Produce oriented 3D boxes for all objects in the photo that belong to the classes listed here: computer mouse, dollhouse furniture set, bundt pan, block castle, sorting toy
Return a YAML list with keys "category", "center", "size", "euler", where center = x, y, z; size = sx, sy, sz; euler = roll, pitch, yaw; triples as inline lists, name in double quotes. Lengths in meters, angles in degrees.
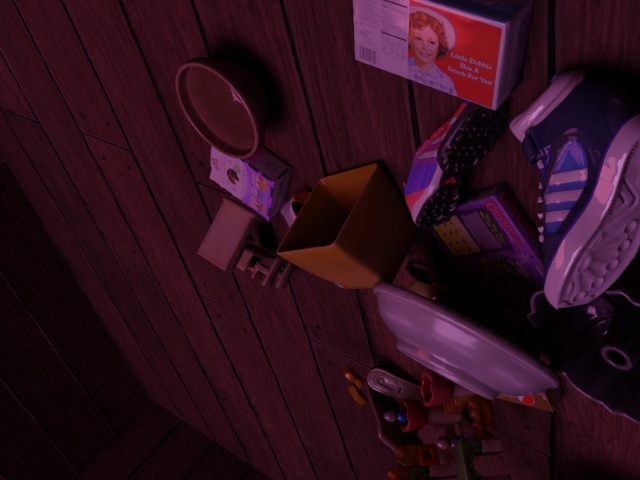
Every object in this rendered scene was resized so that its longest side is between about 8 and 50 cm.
- category: "computer mouse"
  center: [0.273, 0.109, 1.582]
  size: [0.242, 0.041, 0.071]
  euler: [39, 174, 38]
- category: "dollhouse furniture set"
  center: [-0.189, 0.000, 1.938]
  size: [0.212, 0.161, 0.242]
  euler: [30, -175, 25]
- category: "bundt pan"
  center: [0.517, 0.154, 1.210]
  size: [0.330, 0.124, 0.331]
  euler: [36, 153, 22]
- category: "block castle"
  center: [0.294, 0.561, 1.738]
  size: [0.212, 0.453, 0.303]
  euler: [-1, 151, -11]
- category: "sorting toy"
  center: [0.185, 0.472, 1.994]
  size: [0.307, 0.041, 0.229]
  euler: [44, -165, -22]

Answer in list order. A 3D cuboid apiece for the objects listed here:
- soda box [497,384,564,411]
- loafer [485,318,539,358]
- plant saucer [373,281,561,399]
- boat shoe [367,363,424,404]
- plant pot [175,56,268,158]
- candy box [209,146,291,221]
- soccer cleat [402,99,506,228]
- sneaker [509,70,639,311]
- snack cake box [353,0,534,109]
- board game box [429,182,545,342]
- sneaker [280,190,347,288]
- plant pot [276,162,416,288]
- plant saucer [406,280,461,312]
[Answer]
- category: "soda box"
  center: [0.444, 0.325, 1.642]
  size: [0.181, 0.058, 0.061]
  euler: [5, 131, 49]
- category: "loafer"
  center: [0.396, 0.226, 1.578]
  size: [0.148, 0.056, 0.050]
  euler: [38, 144, 12]
- category: "plant saucer"
  center: [0.262, 0.216, 1.434]
  size: [0.400, 0.101, 0.400]
  euler: [29, 173, 4]
- category: "boat shoe"
  center: [0.238, 0.417, 2.019]
  size: [0.233, 0.084, 0.079]
  euler: [33, -173, 6]
- category: "plant pot"
  center: [-0.192, -0.303, 1.588]
  size: [0.237, 0.110, 0.237]
  euler: [30, 147, 22]
- category: "candy box"
  center: [-0.173, -0.164, 1.778]
  size: [0.196, 0.070, 0.165]
  euler: [36, 150, 13]
- category: "soccer cleat"
  center: [0.219, -0.156, 1.283]
  size: [0.318, 0.108, 0.116]
  euler: [109, 144, -50]
- category: "sneaker"
  center: [0.362, -0.086, 1.084]
  size: [0.236, 0.130, 0.323]
  euler: [-125, 38, -48]
- category: "snack cake box"
  center: [0.180, -0.322, 1.126]
  size: [0.264, 0.089, 0.152]
  euler: [28, 145, 26]
- category: "board game box"
  center: [0.363, 0.056, 1.419]
  size: [0.347, 0.056, 0.208]
  euler: [53, 154, -14]
- category: "sneaker"
  center: [0.000, 0.000, 1.764]
  size: [0.262, 0.099, 0.121]
  euler: [59, 156, -9]
- category: "plant pot"
  center: [0.073, -0.009, 1.552]
  size: [0.187, 0.212, 0.212]
  euler: [42, 153, -25]
- category: "plant saucer"
  center: [0.286, 0.194, 1.695]
  size: [0.241, 0.037, 0.241]
  euler: [31, 149, 22]
